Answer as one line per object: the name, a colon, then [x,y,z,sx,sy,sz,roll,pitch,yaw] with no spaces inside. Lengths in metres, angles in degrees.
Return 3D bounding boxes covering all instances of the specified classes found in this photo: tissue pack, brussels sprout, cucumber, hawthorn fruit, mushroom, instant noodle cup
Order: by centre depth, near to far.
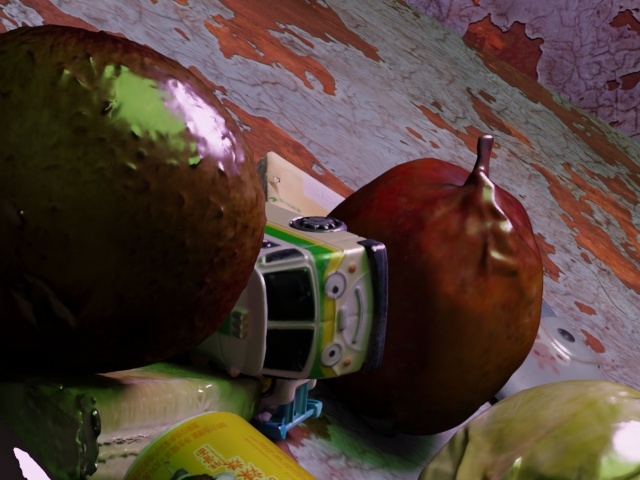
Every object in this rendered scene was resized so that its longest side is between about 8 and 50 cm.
instant noodle cup: [-0.053,0.273,1.615,0.215,0.215,0.236,12,25,-50]
mushroom: [-0.202,-0.031,1.675,0.331,0.334,0.356,6,15,21]
cucumber: [-0.176,0.168,1.752,0.145,0.105,0.325,12,7,27]
brussels sprout: [0.262,0.281,1.975,0.247,0.328,0.328,55,14,-23]
hawthorn fruit: [0.128,0.060,2.176,0.308,0.324,0.308,25,53,-39]
tissue pack: [0.000,0.000,2.407,0.222,0.090,0.186,32,24,-17]

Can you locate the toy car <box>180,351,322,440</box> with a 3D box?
toy car: [-0.079,0.144,2.004,0.161,0.098,0.126,10,15,23]

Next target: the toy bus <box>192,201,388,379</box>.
toy bus: [-0.086,0.041,1.922,0.179,0.143,0.305,-10,21,-39]

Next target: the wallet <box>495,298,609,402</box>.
wallet: [0.280,0.151,2.578,0.252,0.083,0.360,6,39,-46]

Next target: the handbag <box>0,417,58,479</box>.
handbag: [-0.270,0.234,1.434,0.257,0.113,0.285,40,13,-12]
